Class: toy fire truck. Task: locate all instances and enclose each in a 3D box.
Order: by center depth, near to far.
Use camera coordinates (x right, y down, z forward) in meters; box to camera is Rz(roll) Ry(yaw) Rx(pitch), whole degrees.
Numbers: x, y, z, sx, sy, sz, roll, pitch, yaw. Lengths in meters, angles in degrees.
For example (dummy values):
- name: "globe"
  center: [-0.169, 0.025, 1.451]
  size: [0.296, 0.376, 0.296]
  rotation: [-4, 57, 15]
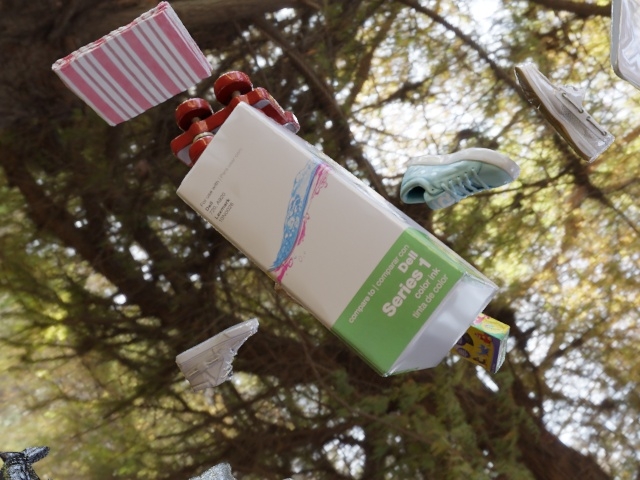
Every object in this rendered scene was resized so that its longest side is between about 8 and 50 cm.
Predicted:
- name: "toy fire truck"
  center: [-0.226, -0.278, 1.734]
  size: [0.254, 0.302, 0.169]
  rotation: [39, 23, -60]

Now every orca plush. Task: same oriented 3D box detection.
- name: "orca plush"
  center: [-0.437, 0.412, 1.030]
  size: [0.151, 0.102, 0.287]
  rotation: [44, 4, -27]

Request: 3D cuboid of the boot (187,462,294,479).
- name: "boot"
  center: [-0.179, 0.531, 1.405]
  size: [0.161, 0.246, 0.084]
  rotation: [-134, -149, -52]

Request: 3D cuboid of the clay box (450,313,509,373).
- name: "clay box"
  center: [0.322, 0.208, 1.527]
  size: [0.222, 0.053, 0.127]
  rotation: [24, -40, 29]

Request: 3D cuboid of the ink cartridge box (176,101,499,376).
- name: "ink cartridge box"
  center: [0.023, 0.000, 0.668]
  size: [0.278, 0.201, 0.117]
  rotation: [40, -82, 23]

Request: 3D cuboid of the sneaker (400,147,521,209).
- name: "sneaker"
  center: [0.353, -0.141, 1.711]
  size: [0.135, 0.150, 0.366]
  rotation: [32, -16, -29]

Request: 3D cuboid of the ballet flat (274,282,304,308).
- name: "ballet flat"
  center: [-0.024, 0.154, 1.755]
  size: [0.206, 0.073, 0.067]
  rotation: [21, -20, -19]

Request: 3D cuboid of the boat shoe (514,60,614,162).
- name: "boat shoe"
  center: [0.551, -0.307, 1.478]
  size: [0.277, 0.096, 0.098]
  rotation: [48, 13, -5]

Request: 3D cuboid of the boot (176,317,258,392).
- name: "boot"
  center: [-0.256, 0.312, 1.763]
  size: [0.258, 0.095, 0.123]
  rotation: [-28, -90, 15]

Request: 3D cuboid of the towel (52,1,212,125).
- name: "towel"
  center: [-0.279, -0.261, 0.992]
  size: [0.144, 0.197, 0.029]
  rotation: [54, 13, -55]

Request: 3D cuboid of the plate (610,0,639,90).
- name: "plate"
  center: [0.600, -0.370, 1.188]
  size: [0.045, 0.278, 0.277]
  rotation: [-10, -112, 53]
